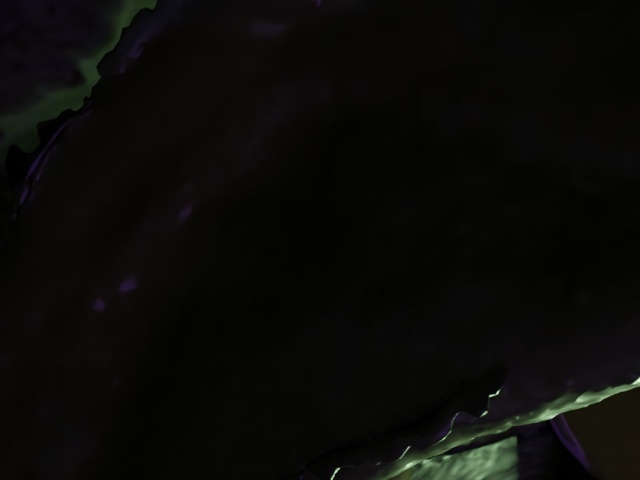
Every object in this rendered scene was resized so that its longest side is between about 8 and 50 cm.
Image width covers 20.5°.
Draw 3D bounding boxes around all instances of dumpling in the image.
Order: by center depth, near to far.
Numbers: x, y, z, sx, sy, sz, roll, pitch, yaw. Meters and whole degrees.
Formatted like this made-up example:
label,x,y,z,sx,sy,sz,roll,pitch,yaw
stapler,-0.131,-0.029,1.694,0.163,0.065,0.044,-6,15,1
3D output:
label,x,y,z,sx,sy,sz,roll,pitch,yaw
dumpling,0.003,0.003,0.513,0.332,0.166,0.086,-22,164,24

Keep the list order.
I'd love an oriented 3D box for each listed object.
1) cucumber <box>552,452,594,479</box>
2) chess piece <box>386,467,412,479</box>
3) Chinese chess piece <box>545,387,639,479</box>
label,x,y,z,sx,sy,sz,roll,pitch,yaw
cucumber,0.128,0.089,0.783,0.033,0.036,0.184,-20,146,-25
chess piece,-0.045,0.093,0.648,0.170,0.094,0.094,-9,141,-34
Chinese chess piece,0.193,0.031,0.572,0.104,0.257,0.257,-52,160,-35
